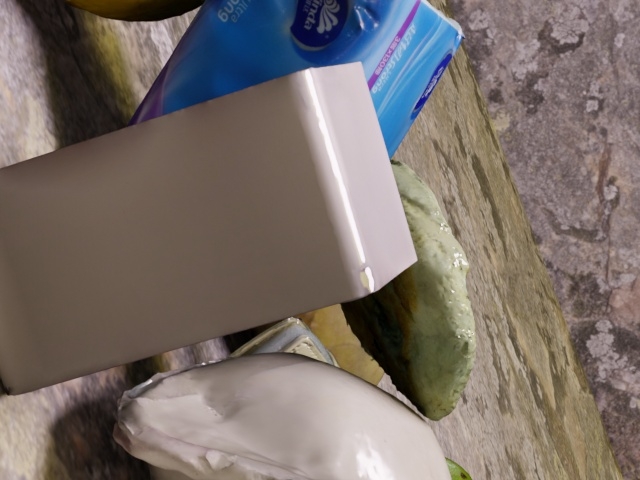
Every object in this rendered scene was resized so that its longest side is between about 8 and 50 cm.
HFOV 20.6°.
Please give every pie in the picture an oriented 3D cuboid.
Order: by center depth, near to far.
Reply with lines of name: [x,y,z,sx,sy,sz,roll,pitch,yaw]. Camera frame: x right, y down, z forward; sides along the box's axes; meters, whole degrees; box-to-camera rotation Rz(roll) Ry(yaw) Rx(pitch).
pie: [0.054,0.034,1.212,0.187,0.041,0.187,165,-90,-70]

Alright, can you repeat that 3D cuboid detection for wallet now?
wallet: [-0.027,0.133,1.407,0.039,0.110,0.155,50,-4,41]

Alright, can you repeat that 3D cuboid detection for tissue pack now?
tissue pack: [-0.082,-0.009,1.088,0.159,0.246,0.136,-30,103,-75]
tissue pack: [-0.029,-0.087,1.293,0.146,0.263,0.198,33,6,16]

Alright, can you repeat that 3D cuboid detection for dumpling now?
dumpling: [0.015,0.179,1.200,0.181,0.260,0.341,-62,153,-32]

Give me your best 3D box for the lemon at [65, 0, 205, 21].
lemon: [-0.133,-0.261,1.279,0.260,0.204,0.204,-11,83,-62]

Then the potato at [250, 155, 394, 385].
potato: [0.000,0.000,1.491,0.192,0.141,0.296,-69,164,-65]

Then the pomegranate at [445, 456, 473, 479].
pomegranate: [0.088,0.249,1.637,0.143,0.122,0.169,17,57,-69]
